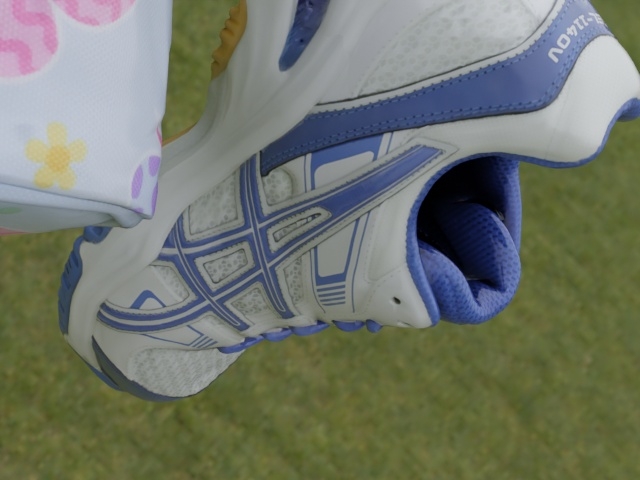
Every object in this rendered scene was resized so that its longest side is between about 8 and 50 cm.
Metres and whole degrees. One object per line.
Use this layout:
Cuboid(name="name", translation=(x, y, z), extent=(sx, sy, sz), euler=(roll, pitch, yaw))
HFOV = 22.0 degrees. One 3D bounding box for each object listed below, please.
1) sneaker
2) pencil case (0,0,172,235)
Cuboid(name="sneaker", translation=(0.000, 0.000, 0.608), extent=(0.131, 0.296, 0.112), euler=(47, 49, 9))
Cuboid(name="pencil case", translation=(-0.090, -0.135, 0.426), extent=(0.124, 0.273, 0.113), euler=(6, -4, -18))
